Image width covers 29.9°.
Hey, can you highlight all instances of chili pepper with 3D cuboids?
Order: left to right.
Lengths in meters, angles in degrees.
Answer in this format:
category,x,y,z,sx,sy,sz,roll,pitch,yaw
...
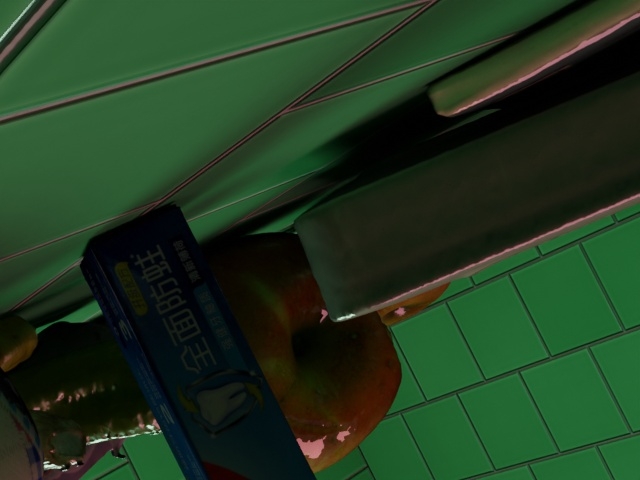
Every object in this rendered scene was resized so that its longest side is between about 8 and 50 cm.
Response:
category,x,y,z,sx,sy,sz,roll,pitch,yaw
chili pepper,-0.277,0.099,0.832,0.208,0.049,0.043,-22,153,-39
chili pepper,-0.261,0.138,0.899,0.359,0.085,0.076,-14,165,-2

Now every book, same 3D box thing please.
category,x,y,z,sx,sy,sz,roll,pitch,yaw
book,0.246,-0.167,0.909,0.264,0.031,0.379,-27,178,21

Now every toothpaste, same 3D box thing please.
category,x,y,z,sx,sy,sz,roll,pitch,yaw
toothpaste,-0.052,0.137,0.755,0.066,0.320,0.076,-27,179,-19

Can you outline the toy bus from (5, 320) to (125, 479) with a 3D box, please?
category,x,y,z,sx,sy,sz,roll,pitch,yaw
toy bus,-0.265,0.177,1.003,0.138,0.113,0.317,-2,-154,32

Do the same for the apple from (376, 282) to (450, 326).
category,x,y,z,sx,sy,sz,roll,pitch,yaw
apple,0.057,0.012,1.306,0.182,0.155,0.182,-19,164,-5

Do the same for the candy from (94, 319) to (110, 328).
category,x,y,z,sx,sy,sz,roll,pitch,yaw
candy,-0.230,0.135,1.455,0.143,0.101,0.271,-18,-178,-9

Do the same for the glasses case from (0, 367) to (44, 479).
category,x,y,z,sx,sy,sz,roll,pitch,yaw
glasses case,-0.240,0.115,0.592,0.076,0.125,0.327,-37,175,14

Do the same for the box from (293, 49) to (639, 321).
category,x,y,z,sx,sy,sz,roll,pitch,yaw
box,0.193,-0.062,0.987,0.396,0.111,0.396,-23,180,9

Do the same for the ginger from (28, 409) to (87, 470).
category,x,y,z,sx,sy,sz,roll,pitch,yaw
ginger,-0.317,0.151,0.752,0.333,0.081,0.148,-11,157,-23

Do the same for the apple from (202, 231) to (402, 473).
category,x,y,z,sx,sy,sz,roll,pitch,yaw
apple,-0.055,0.112,1.184,0.246,0.246,0.226,-25,-175,-33
